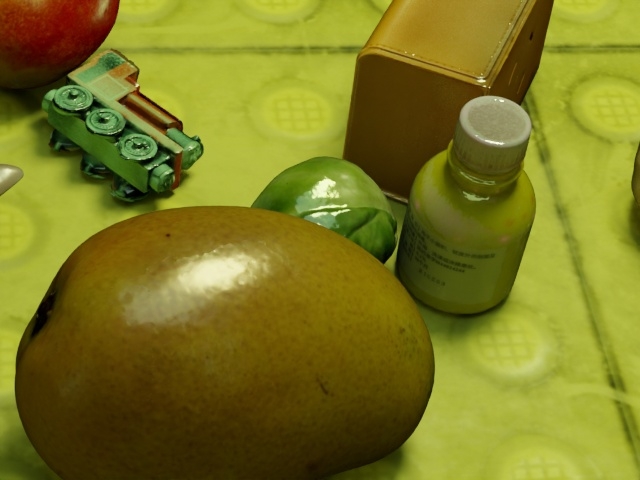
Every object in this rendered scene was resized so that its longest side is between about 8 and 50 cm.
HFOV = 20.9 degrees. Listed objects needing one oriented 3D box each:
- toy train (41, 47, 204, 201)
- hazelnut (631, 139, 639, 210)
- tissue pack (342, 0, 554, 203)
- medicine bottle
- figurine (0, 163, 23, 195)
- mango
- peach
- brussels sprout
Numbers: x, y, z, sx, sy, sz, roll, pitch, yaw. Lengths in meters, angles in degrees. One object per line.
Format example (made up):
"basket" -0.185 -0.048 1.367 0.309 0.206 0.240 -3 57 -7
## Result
"toy train" -0.197 -0.115 1.757 0.176 0.074 0.118 34 48 23
"hazelnut" 0.439 -0.090 1.760 0.261 0.261 0.241 -14 20 -20
"tissue pack" 0.140 -0.191 1.795 0.145 0.194 0.274 20 47 9
"medicine bottle" 0.145 -0.039 1.643 0.121 0.212 0.122 5 47 -5
"figurine" -0.363 -0.044 1.640 0.125 0.125 0.138 33 66 20
"mango" -0.072 0.103 1.466 0.378 0.264 0.221 4 7 -25
"peach" -0.309 -0.255 1.787 0.190 0.190 0.192 31 66 19
"brussels sprout" 0.001 -0.005 1.636 0.183 0.145 0.131 -32 65 -31
